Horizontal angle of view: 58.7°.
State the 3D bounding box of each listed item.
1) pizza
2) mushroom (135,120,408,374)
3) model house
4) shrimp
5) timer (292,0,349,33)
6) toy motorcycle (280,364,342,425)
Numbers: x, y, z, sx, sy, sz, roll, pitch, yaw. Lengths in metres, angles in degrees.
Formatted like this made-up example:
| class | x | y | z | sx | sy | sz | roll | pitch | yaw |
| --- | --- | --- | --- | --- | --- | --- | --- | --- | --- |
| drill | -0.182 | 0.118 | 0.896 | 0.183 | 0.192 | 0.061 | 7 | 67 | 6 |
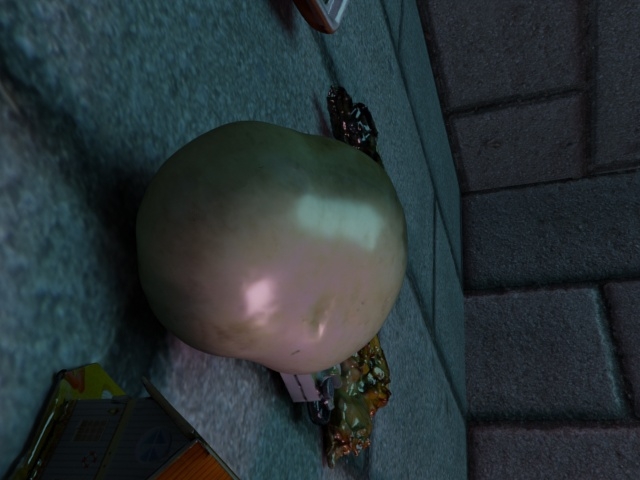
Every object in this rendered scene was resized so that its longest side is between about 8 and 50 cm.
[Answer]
| class | x | y | z | sx | sy | sz | roll | pitch | yaw |
| --- | --- | --- | --- | --- | --- | --- | --- | --- | --- |
| pizza | 0.059 | 0.214 | 0.977 | 0.287 | 0.074 | 0.251 | -45 | 123 | -67 |
| mushroom | -0.049 | -0.001 | 0.561 | 0.234 | 0.254 | 0.260 | 48 | -22 | 54 |
| model house | -0.112 | 0.214 | 0.415 | 0.207 | 0.136 | 0.219 | -78 | 153 | -46 |
| shrimp | 0.097 | -0.187 | 1.200 | 0.445 | 0.085 | 0.272 | 56 | 28 | -56 |
| timer | -0.020 | -0.488 | 0.870 | 0.257 | 0.161 | 0.250 | 38 | 57 | -63 |
| toy motorcycle | -0.018 | 0.144 | 0.789 | 0.151 | 0.074 | 0.228 | -76 | 149 | -52 |
